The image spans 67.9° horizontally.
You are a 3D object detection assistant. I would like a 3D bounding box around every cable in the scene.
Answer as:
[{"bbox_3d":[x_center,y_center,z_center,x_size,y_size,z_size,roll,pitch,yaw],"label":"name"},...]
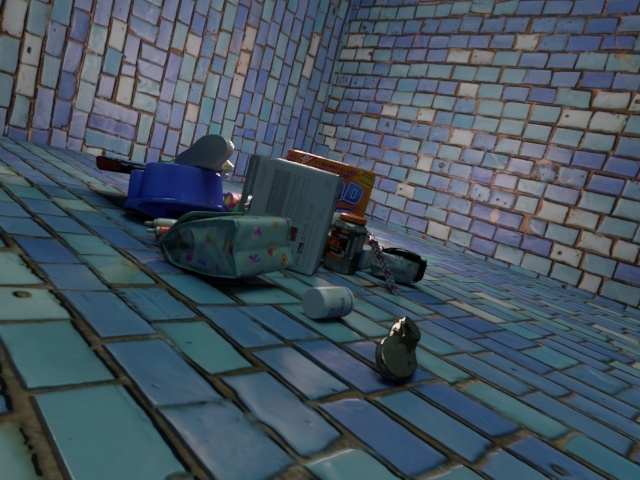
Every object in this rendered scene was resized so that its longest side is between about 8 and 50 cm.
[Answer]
[{"bbox_3d":[-0.339,-0.032,1.326,0.287,0.072,0.139,-6,17,-14],"label":"cable"}]

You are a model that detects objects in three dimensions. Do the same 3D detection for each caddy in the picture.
[{"bbox_3d":[-0.484,-0.140,1.606,0.241,0.179,0.341,-7,-9,44],"label":"caddy"}]

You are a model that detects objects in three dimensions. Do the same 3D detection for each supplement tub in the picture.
[{"bbox_3d":[0.087,0.009,1.592,0.117,0.190,0.117,15,8,-2],"label":"supplement tub"},{"bbox_3d":[0.019,0.138,1.061,0.071,0.071,0.107,23,12,40],"label":"supplement tub"}]

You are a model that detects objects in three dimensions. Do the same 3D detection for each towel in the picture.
[{"bbox_3d":[0.196,0.072,1.516,0.029,0.197,0.144,-23,7,7],"label":"towel"}]

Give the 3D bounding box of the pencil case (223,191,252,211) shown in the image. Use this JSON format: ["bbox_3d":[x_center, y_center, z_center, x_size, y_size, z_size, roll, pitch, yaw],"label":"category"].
[{"bbox_3d":[-0.350,-0.167,2.250,0.236,0.104,0.104,8,11,-40],"label":"pencil case"}]

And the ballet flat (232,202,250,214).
[{"bbox_3d":[-0.283,-0.124,2.121,0.083,0.087,0.247,23,11,41],"label":"ballet flat"}]

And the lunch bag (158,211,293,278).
[{"bbox_3d":[-0.233,0.008,1.176,0.262,0.160,0.223,2,4,34],"label":"lunch bag"}]

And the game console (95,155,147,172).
[{"bbox_3d":[-0.621,-0.266,1.811,0.387,0.060,0.342,4,5,-39],"label":"game console"}]

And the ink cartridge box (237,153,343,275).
[{"bbox_3d":[-0.104,-0.084,1.454,0.272,0.309,0.130,17,9,8],"label":"ink cartridge box"}]

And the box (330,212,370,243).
[{"bbox_3d":[0.103,-0.041,1.990,0.183,0.056,0.231,44,-20,-29],"label":"box"}]

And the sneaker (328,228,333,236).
[{"bbox_3d":[0.000,0.000,1.916,0.232,0.090,0.115,22,33,-32],"label":"sneaker"}]

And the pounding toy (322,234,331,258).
[{"bbox_3d":[-0.056,0.012,1.687,0.181,0.094,0.206,12,-1,12],"label":"pounding toy"}]

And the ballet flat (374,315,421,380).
[{"bbox_3d":[0.144,0.209,0.912,0.084,0.058,0.250,52,20,4],"label":"ballet flat"}]

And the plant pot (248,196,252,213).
[{"bbox_3d":[-0.182,-0.108,1.868,0.191,0.191,0.174,13,12,-16],"label":"plant pot"}]

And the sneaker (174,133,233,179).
[{"bbox_3d":[-0.354,-0.282,1.634,0.293,0.108,0.169,-10,-8,42],"label":"sneaker"}]

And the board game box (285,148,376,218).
[{"bbox_3d":[-0.002,-0.207,2.255,0.356,0.356,0.356,13,9,-16],"label":"board game box"}]

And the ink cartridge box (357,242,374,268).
[{"bbox_3d":[0.127,0.047,1.790,0.134,0.078,0.231,20,10,26],"label":"ink cartridge box"}]

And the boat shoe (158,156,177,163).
[{"bbox_3d":[-0.529,-0.287,1.765,0.135,0.045,0.050,10,8,-13],"label":"boat shoe"}]

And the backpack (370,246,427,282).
[{"bbox_3d":[0.270,0.086,1.679,0.182,0.115,0.152,15,-3,-1],"label":"backpack"}]
